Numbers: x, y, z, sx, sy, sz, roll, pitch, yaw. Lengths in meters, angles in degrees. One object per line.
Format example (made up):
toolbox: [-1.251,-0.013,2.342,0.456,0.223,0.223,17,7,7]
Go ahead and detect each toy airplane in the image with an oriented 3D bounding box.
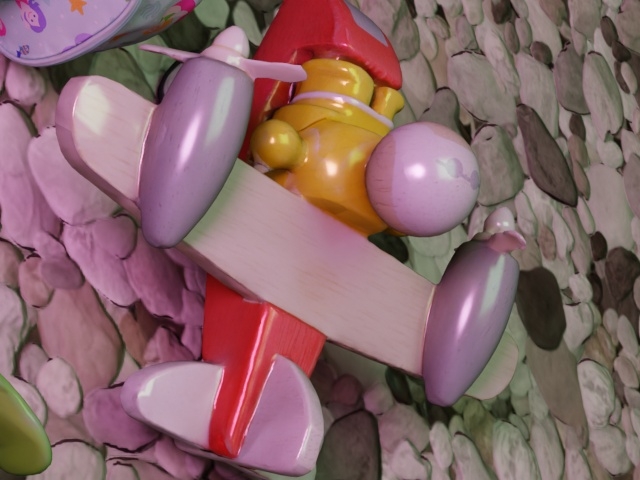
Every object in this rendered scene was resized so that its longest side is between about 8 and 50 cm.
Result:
toy airplane: [0.000,0.000,1.373,0.386,0.272,0.384,-31,99,-53]

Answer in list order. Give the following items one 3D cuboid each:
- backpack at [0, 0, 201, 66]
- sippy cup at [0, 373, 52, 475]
backpack: [-0.193,-0.255,1.289,0.191,0.225,0.253,-31,96,-52]
sippy cup: [-0.268,0.212,0.995,0.305,0.240,0.224,-33,117,-10]
